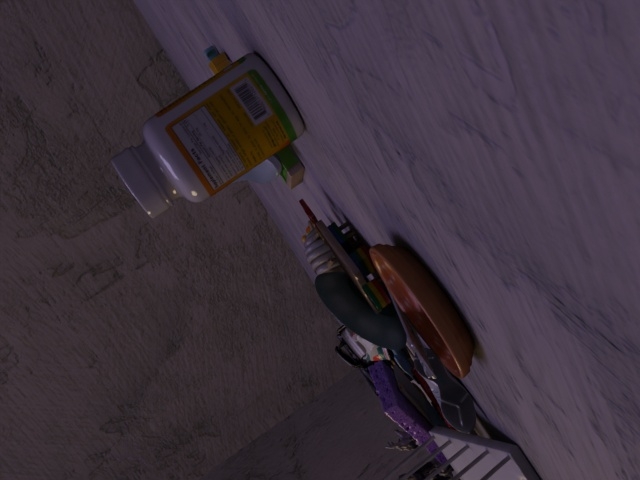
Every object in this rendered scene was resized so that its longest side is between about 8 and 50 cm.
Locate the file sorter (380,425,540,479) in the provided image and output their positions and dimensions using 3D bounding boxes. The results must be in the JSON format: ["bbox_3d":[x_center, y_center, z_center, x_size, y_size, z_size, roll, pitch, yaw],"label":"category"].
[{"bbox_3d":[0.231,0.432,1.414,0.193,0.173,0.278,56,163,-6],"label":"file sorter"}]

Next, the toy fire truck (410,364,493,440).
[{"bbox_3d":[0.235,0.299,1.557,0.192,0.047,0.135,56,176,-14],"label":"toy fire truck"}]

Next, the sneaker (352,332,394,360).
[{"bbox_3d":[0.088,0.165,1.740,0.161,0.075,0.057,70,-154,-17],"label":"sneaker"}]

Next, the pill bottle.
[{"bbox_3d":[-0.158,-0.139,1.244,0.136,0.246,0.136,55,176,6],"label":"pill bottle"}]

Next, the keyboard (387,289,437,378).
[{"bbox_3d":[0.116,0.100,1.290,0.072,0.014,0.256,62,-176,-29],"label":"keyboard"}]

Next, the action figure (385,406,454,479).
[{"bbox_3d":[0.200,0.428,1.743,0.275,0.141,0.164,-72,-32,-63],"label":"action figure"}]

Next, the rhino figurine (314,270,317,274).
[{"bbox_3d":[0.086,0.139,1.818,0.243,0.073,0.106,54,169,-27],"label":"rhino figurine"}]

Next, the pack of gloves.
[{"bbox_3d":[0.215,0.289,1.692,0.232,0.046,0.195,49,-169,-23],"label":"pack of gloves"}]

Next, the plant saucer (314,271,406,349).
[{"bbox_3d":[0.080,0.109,1.554,0.195,0.037,0.195,31,-159,-13],"label":"plant saucer"}]

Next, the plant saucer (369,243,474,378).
[{"bbox_3d":[0.132,0.082,1.131,0.200,0.037,0.200,55,175,7],"label":"plant saucer"}]

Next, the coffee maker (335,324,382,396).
[{"bbox_3d":[0.136,0.267,2.117,0.178,0.120,0.171,55,-161,20],"label":"coffee maker"}]

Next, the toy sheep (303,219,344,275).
[{"bbox_3d":[0.010,0.018,1.699,0.091,0.091,0.132,72,177,-75],"label":"toy sheep"}]

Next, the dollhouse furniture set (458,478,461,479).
[{"bbox_3d":[0.407,0.571,1.698,0.303,0.174,0.355,57,-161,-11],"label":"dollhouse furniture set"}]

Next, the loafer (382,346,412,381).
[{"bbox_3d":[0.158,0.234,1.929,0.061,0.062,0.170,22,-150,-55],"label":"loafer"}]

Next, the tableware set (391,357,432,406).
[{"bbox_3d":[0.181,0.272,1.775,0.104,0.024,0.154,44,-168,-18],"label":"tableware set"}]

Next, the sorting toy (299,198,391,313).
[{"bbox_3d":[0.056,0.029,1.482,0.274,0.046,0.132,53,176,39],"label":"sorting toy"}]

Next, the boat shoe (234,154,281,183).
[{"bbox_3d":[-0.114,-0.147,1.560,0.183,0.083,0.065,1,132,51],"label":"boat shoe"}]

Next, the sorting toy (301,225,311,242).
[{"bbox_3d":[0.000,0.000,2.000,0.083,0.045,0.075,56,157,-6],"label":"sorting toy"}]

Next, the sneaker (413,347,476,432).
[{"bbox_3d":[0.209,0.243,1.461,0.152,0.054,0.061,60,-173,25],"label":"sneaker"}]

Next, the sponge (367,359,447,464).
[{"bbox_3d":[0.166,0.312,1.619,0.210,0.031,0.117,47,-167,-35],"label":"sponge"}]

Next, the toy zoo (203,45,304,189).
[{"bbox_3d":[-0.126,-0.230,1.641,0.293,0.030,0.192,55,176,1],"label":"toy zoo"}]
